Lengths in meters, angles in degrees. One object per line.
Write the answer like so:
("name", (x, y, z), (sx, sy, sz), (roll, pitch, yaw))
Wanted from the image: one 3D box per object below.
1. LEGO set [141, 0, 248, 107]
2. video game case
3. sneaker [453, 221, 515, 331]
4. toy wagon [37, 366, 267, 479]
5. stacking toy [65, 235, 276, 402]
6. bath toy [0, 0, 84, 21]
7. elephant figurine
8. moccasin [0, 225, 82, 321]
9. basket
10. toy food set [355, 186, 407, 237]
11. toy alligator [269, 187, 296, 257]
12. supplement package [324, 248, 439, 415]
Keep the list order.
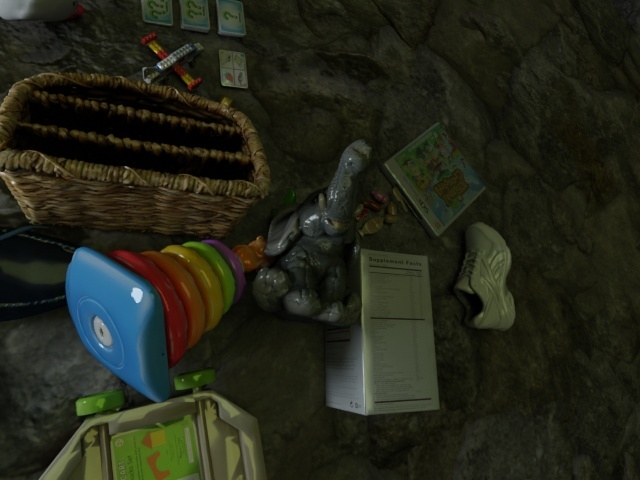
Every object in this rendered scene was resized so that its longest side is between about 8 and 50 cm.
("LEGO set", (-0.215, -0.343, 0.729), (0.183, 0.060, 0.243), (-2, 76, -23))
("video game case", (0.254, -0.138, 0.917), (0.212, 0.023, 0.193), (-39, 94, -30))
("sneaker", (0.326, 0.072, 0.857), (0.116, 0.090, 0.231), (1, 74, -23))
("toy wagon", (-0.239, 0.320, 0.517), (0.345, 0.068, 0.266), (-6, 78, -27))
("stacking toy", (-0.169, 0.058, 0.591), (0.302, 0.166, 0.175), (-30, 134, -49))
("bath toy", (-0.450, -0.483, 0.619), (0.129, 0.152, 0.347), (-12, 79, -64))
("elephant figurine", (0.000, 0.000, 0.616), (0.169, 0.186, 0.239), (36, 60, -56))
("moccasin", (-0.449, 0.037, 0.466), (0.343, 0.117, 0.137), (1, 75, -26))
("basket", (-0.235, -0.134, 0.562), (0.300, 0.223, 0.213), (5, 73, -24))
("toy food set", (0.111, -0.059, 0.828), (0.122, 0.019, 0.077), (-24, 86, -22))
("toy alligator", (-0.055, 0.006, 0.711), (0.052, 0.056, 0.189), (-8, 95, 8))
("supplement package", (0.094, 0.149, 0.691), (0.139, 0.134, 0.243), (7, 73, -24))
